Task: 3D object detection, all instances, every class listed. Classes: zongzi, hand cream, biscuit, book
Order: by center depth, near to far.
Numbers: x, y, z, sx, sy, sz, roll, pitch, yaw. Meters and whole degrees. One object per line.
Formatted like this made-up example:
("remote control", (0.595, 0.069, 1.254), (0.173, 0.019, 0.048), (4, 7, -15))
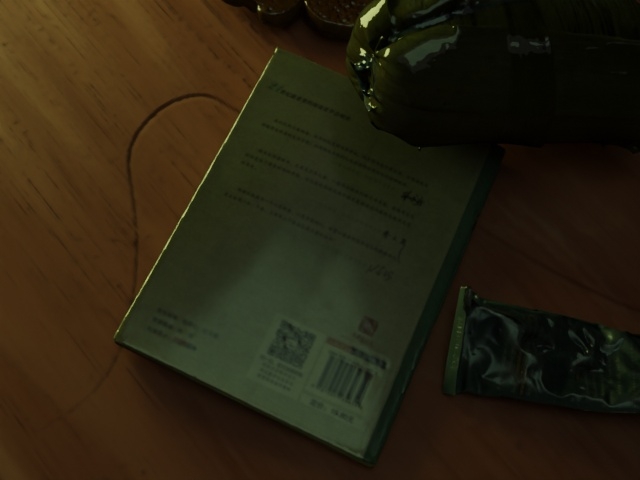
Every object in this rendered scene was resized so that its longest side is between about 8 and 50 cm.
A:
("hand cream", (0.217, 0.087, 0.675), (0.247, 0.052, 0.075), (9, 64, 0))
("book", (0.000, 0.000, 0.713), (0.214, 0.025, 0.283), (26, 66, 5))
("zongzi", (0.128, -0.192, 0.759), (0.250, 0.125, 0.274), (0, 51, -15))
("biscuit", (-0.003, -0.230, 0.820), (0.175, 0.026, 0.124), (4, 63, -3))
